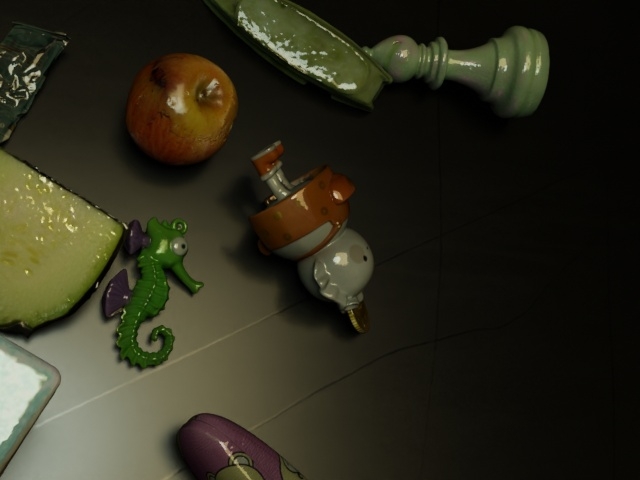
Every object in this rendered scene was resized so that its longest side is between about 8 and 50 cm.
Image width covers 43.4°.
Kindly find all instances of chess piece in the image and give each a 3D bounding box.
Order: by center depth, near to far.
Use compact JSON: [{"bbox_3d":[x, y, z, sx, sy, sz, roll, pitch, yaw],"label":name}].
[{"bbox_3d":[0.190,-0.261,1.203,0.272,0.139,0.139,4,71,-8],"label":"chess piece"}]

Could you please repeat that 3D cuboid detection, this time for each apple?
[{"bbox_3d":[-0.174,-0.167,1.010,0.147,0.146,0.146,7,71,-20],"label":"apple"}]

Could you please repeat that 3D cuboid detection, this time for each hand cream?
[{"bbox_3d":[-0.391,-0.169,0.967,0.075,0.052,0.247,27,65,-13],"label":"hand cream"}]

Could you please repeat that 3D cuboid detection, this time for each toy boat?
[{"bbox_3d":[-0.032,-0.279,1.135,0.293,0.055,0.093,31,100,-9],"label":"toy boat"}]

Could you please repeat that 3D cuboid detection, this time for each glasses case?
[{"bbox_3d":[-0.037,0.313,0.910,0.316,0.123,0.076,44,58,-3],"label":"glasses case"}]

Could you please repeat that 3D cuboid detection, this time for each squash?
[{"bbox_3d":[-0.339,0.008,0.930,0.192,0.085,0.184,34,93,-6],"label":"squash"}]

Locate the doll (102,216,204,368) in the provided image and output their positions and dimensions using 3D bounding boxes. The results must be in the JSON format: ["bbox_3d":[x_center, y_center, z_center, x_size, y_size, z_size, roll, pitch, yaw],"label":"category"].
[{"bbox_3d":[-0.200,0.059,0.972,0.115,0.050,0.190,22,70,-21],"label":"doll"}]

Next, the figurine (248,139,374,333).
[{"bbox_3d":[-0.009,0.001,1.033,0.143,0.143,0.271,-24,108,-26],"label":"figurine"}]

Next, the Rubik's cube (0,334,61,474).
[{"bbox_3d":[-0.449,0.187,0.679,0.322,0.319,0.315,34,63,-9],"label":"Rubik's cube"}]
